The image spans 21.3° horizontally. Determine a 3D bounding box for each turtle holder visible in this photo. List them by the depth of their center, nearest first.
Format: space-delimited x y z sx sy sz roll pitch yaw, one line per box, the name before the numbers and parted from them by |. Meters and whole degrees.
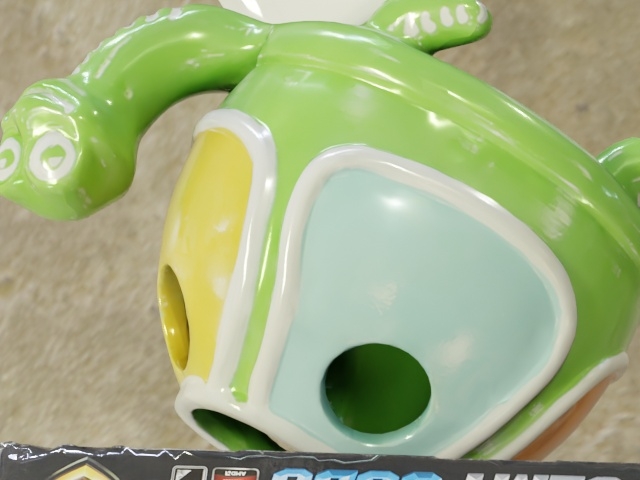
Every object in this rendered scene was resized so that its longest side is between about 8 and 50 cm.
turtle holder | 0.015 0.004 0.876 0.320 0.243 0.227 41 70 -31

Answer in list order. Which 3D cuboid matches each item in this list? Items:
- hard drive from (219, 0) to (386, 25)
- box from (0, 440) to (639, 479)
hard drive | 0.045 -0.267 1.075 0.307 0.040 0.203 -34 84 10
box | 0.011 0.204 0.795 0.293 0.295 0.073 1 49 3
